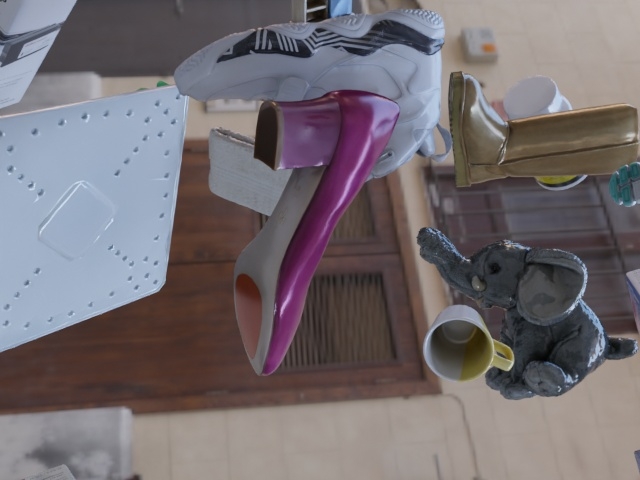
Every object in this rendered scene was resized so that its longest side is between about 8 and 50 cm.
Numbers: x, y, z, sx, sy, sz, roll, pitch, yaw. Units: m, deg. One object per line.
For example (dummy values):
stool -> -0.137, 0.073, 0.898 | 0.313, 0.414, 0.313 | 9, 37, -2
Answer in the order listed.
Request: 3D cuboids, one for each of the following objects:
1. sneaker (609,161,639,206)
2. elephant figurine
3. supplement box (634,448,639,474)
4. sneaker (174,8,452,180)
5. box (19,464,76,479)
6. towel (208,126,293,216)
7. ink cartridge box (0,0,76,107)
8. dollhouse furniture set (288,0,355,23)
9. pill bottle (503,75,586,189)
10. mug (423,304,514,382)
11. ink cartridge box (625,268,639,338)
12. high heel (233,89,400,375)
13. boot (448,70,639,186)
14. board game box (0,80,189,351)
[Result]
sneaker -> 0.443, -0.082, 1.116 | 0.076, 0.166, 0.065 | 13, 67, -56
elephant figurine -> 0.260, 0.068, 1.150 | 0.169, 0.186, 0.239 | -10, -80, 46
supplement box -> 0.486, 0.309, 1.064 | 0.073, 0.239, 0.130 | -41, -136, 47
sneaker -> 0.002, -0.175, 1.195 | 0.137, 0.365, 0.210 | 176, -97, -80
box -> -0.402, 0.473, 1.389 | 0.232, 0.126, 0.149 | 24, -56, 55
towel -> -0.108, -0.130, 1.921 | 0.187, 0.282, 0.049 | 99, 17, -49
ink cartridge box -> -0.634, -0.467, 1.689 | 0.395, 0.285, 0.166 | -45, 176, 37
dollhouse furniture set -> 0.059, -0.436, 1.588 | 0.303, 0.286, 0.198 | 29, -49, 38
pill bottle -> 0.420, -0.199, 1.684 | 0.208, 0.119, 0.119 | 50, 19, -42
mug -> 0.131, 0.095, 0.835 | 0.078, 0.062, 0.064 | 52, 16, -7
ink cartridge box -> 0.666, 0.137, 1.446 | 0.395, 0.270, 0.151 | -60, 132, -74
high heel -> 0.000, 0.000, 1.132 | 0.127, 0.181, 0.377 | 47, -45, 47
boot -> 0.326, -0.173, 1.334 | 0.236, 0.269, 0.089 | 70, 18, -58
board game box -> -0.384, -0.039, 1.389 | 0.050, 0.390, 0.390 | 32, -55, 31
